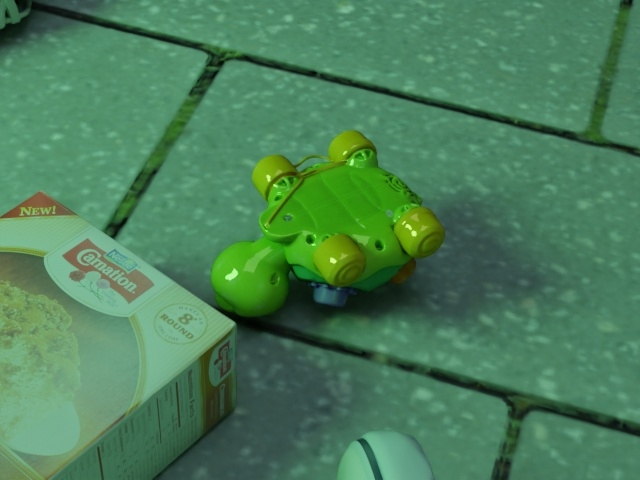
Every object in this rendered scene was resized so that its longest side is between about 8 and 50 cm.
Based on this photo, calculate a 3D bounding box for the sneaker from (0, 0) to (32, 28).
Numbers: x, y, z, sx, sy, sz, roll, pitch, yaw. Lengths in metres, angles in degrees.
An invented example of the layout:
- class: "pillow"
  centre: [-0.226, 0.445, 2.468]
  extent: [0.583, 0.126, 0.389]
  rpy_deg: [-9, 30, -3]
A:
- class: "sneaker"
  centre: [-0.248, -0.166, 0.839]
  extent: [0.095, 0.090, 0.235]
  rpy_deg: [29, 51, 10]

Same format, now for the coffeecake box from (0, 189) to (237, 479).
- class: "coffeecake box"
  centre: [-0.153, 0.076, 0.614]
  extent: [0.142, 0.068, 0.185]
  rpy_deg: [31, 50, 25]

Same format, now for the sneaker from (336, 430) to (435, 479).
- class: "sneaker"
  centre: [0.003, 0.183, 0.502]
  extent: [0.091, 0.094, 0.258]
  rpy_deg: [7, 46, -4]

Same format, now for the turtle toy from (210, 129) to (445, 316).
- class: "turtle toy"
  centre: [0.000, 0.000, 0.703]
  extent: [0.130, 0.066, 0.095]
  rpy_deg: [-20, 50, -22]
